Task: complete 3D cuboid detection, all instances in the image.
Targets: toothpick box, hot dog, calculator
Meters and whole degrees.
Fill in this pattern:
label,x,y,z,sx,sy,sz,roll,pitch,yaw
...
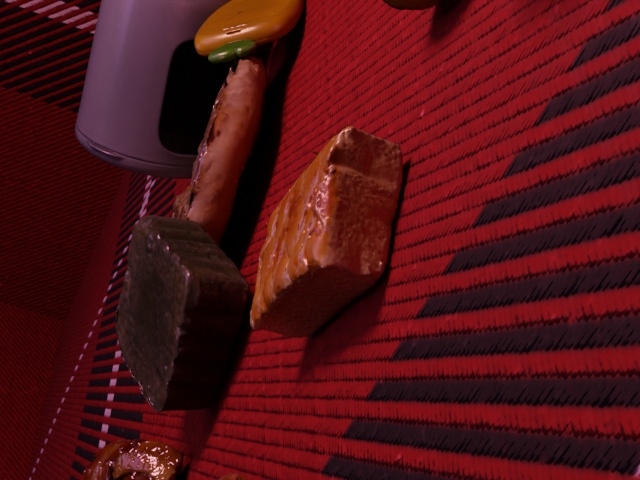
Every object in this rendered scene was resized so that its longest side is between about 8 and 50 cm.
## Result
label,x,y,z,sx,sy,sz,roll,pitch,yaw
toothpick box,-0.241,-0.301,1.792,0.263,0.263,0.354,-106,29,-66
hot dog,-0.236,0.305,1.412,0.213,0.103,0.146,142,145,-63
calculator,-0.097,-0.298,1.592,0.235,0.146,0.032,-71,-33,-58

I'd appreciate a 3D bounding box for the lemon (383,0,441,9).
label,x,y,z,sx,sy,sz,roll,pitch,yaw
lemon,0.082,-0.236,0.961,0.111,0.082,0.082,-41,33,56

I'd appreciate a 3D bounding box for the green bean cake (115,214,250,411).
label,x,y,z,sx,sy,sz,roll,pitch,yaw
green bean cake,-0.166,0.085,1.358,0.183,0.094,0.185,43,120,50

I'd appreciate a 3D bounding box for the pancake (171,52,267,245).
label,x,y,z,sx,sy,sz,roll,pitch,yaw
pancake,-0.144,-0.080,1.593,0.387,0.082,0.386,-161,90,-81

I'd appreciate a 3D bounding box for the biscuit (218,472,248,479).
label,x,y,z,sx,sy,sz,roll,pitch,yaw
biscuit,-0.088,0.288,1.019,0.186,0.036,0.192,-55,21,40

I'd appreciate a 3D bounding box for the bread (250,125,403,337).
label,x,y,z,sx,sy,sz,roll,pitch,yaw
bread,0.000,0.001,0.989,0.188,0.068,0.125,136,149,-61
